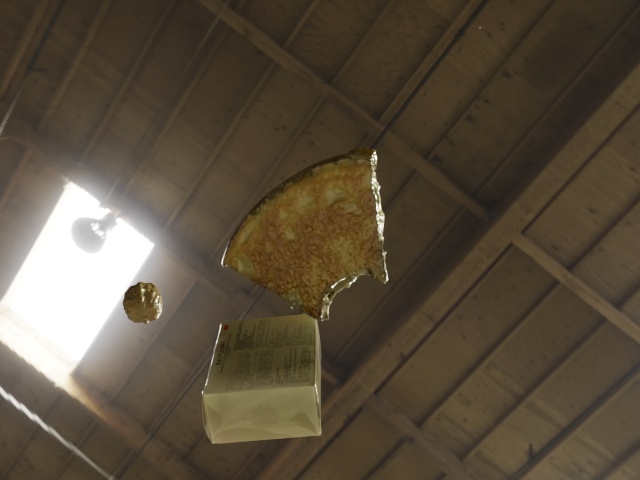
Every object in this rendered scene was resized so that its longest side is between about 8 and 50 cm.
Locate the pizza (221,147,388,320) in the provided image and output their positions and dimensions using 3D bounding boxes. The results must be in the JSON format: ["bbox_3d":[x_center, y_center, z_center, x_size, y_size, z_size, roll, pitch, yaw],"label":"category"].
[{"bbox_3d":[0.000,0.000,1.055,0.323,0.089,0.223,-35,-88,25],"label":"pizza"}]

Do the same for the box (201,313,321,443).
[{"bbox_3d":[-0.085,0.209,1.029,0.168,0.212,0.095,-3,-67,2],"label":"box"}]

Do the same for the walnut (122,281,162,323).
[{"bbox_3d":[-0.372,0.130,1.379,0.079,0.096,0.082,-9,-51,-10],"label":"walnut"}]
